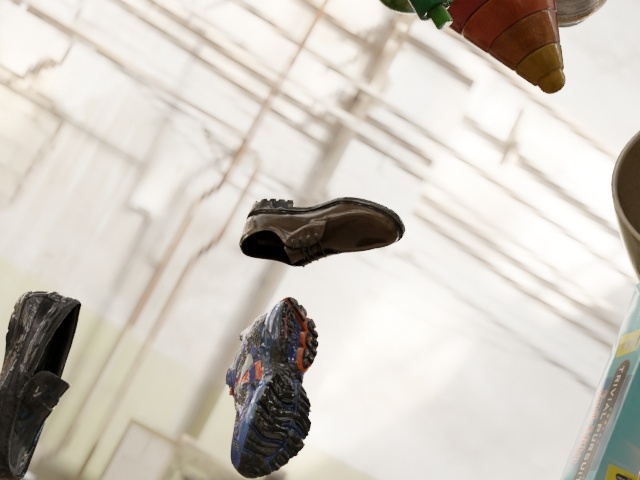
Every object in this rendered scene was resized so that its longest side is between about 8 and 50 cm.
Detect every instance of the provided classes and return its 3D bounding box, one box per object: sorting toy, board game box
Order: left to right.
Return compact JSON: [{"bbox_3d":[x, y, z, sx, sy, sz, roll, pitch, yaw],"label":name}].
[{"bbox_3d":[0.138,-0.194,1.387,0.126,0.127,0.365,60,20,14],"label":"sorting toy"},{"bbox_3d":[0.393,0.246,1.694,0.253,0.336,0.079,28,-16,-14],"label":"board game box"}]

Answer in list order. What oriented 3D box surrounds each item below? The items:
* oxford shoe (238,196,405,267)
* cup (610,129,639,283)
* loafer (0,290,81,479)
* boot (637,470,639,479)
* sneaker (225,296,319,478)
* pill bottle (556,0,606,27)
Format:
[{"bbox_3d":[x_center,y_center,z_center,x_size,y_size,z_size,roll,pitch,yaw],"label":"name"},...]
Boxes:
[{"bbox_3d":[0.000,0.000,2.083,0.227,0.096,0.083,-4,-52,26],"label":"oxford shoe"},{"bbox_3d":[0.521,0.017,1.967,0.331,0.331,0.237,22,-39,30],"label":"cup"},{"bbox_3d":[-0.323,0.164,1.825,0.078,0.223,0.076,3,-19,20],"label":"loafer"},{"bbox_3d":[0.269,0.242,1.314,0.104,0.295,0.211,53,-3,37],"label":"boot"},{"bbox_3d":[-0.060,0.165,1.728,0.087,0.221,0.083,-26,-57,33],"label":"sneaker"},{"bbox_3d":[0.263,-0.311,1.758,0.117,0.117,0.215,25,-11,15],"label":"pill bottle"}]
